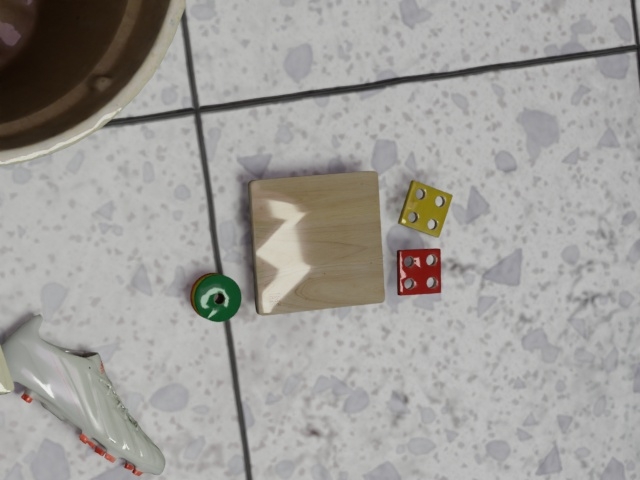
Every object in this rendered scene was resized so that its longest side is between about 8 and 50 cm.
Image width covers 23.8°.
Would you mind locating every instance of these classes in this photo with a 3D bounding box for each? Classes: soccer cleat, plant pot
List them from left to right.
[{"bbox_3d":[-0.307,-0.229,1.232,0.333,0.305,0.334,-2,95,-21],"label":"plant pot"},{"bbox_3d":[-0.214,0.149,1.424,0.196,0.068,0.076,39,77,-16],"label":"soccer cleat"}]

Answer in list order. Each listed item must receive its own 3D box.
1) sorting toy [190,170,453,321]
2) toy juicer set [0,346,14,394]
[{"bbox_3d":[0.000,0.000,1.501,0.274,0.046,0.132,-6,96,-19],"label":"sorting toy"},{"bbox_3d":[-0.433,0.031,1.329,0.329,0.089,0.209,3,80,-12],"label":"toy juicer set"}]
